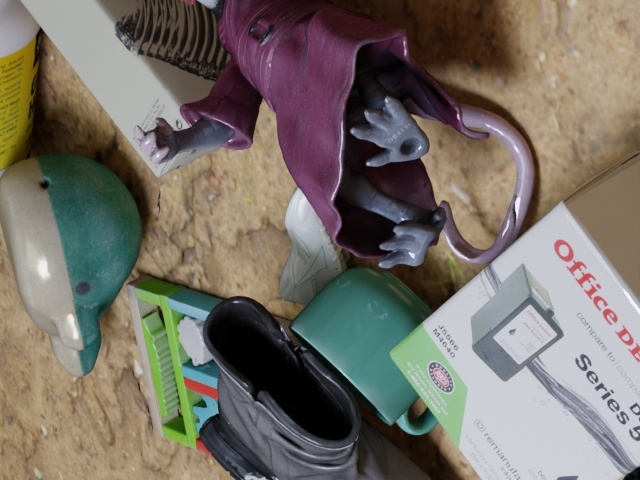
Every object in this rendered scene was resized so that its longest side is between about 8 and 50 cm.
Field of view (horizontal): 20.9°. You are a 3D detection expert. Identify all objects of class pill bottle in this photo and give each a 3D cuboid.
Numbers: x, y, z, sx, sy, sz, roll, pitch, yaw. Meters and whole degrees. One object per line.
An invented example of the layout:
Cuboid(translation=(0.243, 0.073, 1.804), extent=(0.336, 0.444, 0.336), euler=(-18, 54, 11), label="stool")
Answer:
Cuboid(translation=(-0.387, -0.188, 1.807), extent=(0.188, 0.188, 0.334), euler=(38, 137, 25), label="pill bottle")

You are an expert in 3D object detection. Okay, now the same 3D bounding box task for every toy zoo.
Cuboid(translation=(-0.082, 0.155, 1.810), extent=(0.293, 0.030, 0.192), euler=(16, 124, 41), label="toy zoo")

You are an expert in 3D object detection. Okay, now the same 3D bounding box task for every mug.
Cuboid(translation=(0.054, 0.092, 1.564), extent=(0.129, 0.097, 0.158), euler=(40, 173, 31), label="mug")

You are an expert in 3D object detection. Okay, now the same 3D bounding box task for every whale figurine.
Cuboid(translation=(-0.255, 0.025, 1.849), extent=(0.272, 0.141, 0.216), euler=(86, 164, -48), label="whale figurine")

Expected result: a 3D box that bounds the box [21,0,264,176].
Cuboid(translation=(-0.178, -0.203, 1.633), extent=(0.275, 0.113, 0.094), euler=(51, 140, 10), label="box")

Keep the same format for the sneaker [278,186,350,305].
Cuboid(translation=(0.000, 0.000, 1.618), extent=(0.061, 0.054, 0.152), euler=(20, 131, 20), label="sneaker")

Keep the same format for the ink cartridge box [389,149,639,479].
Cuboid(translation=(0.208, 0.088, 1.386), extent=(0.198, 0.115, 0.273), euler=(53, 141, 9), label="ink cartridge box")

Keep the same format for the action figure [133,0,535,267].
Cuboid(translation=(-0.003, -0.162, 1.451), extent=(0.370, 0.276, 0.248), euler=(50, 128, 43), label="action figure")

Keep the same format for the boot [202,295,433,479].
Cuboid(translation=(0.024, 0.204, 1.571), extent=(0.338, 0.118, 0.223), euler=(35, 163, 13), label="boot")

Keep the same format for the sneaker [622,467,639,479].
Cuboid(translation=(0.273, 0.248, 1.459), extent=(0.087, 0.083, 0.221), euler=(36, 142, 9), label="sneaker")

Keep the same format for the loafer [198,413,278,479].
Cuboid(translation=(-0.019, 0.233, 1.722), extent=(0.223, 0.076, 0.078), euler=(33, 96, 13), label="loafer")
